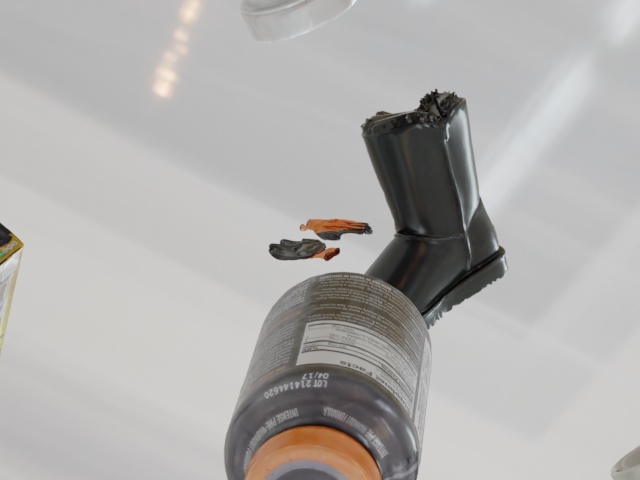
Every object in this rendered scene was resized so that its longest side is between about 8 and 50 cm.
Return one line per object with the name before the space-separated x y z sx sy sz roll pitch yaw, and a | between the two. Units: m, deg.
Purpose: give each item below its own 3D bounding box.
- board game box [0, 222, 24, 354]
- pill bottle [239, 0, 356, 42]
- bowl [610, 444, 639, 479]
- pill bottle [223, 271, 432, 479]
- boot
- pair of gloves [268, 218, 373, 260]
board game box | -0.284 0.014 1.336 0.048 0.141 0.170 -45 168 -33
pill bottle | -0.036 -0.187 0.997 0.086 0.152 0.086 -21 -156 9
bowl | 0.329 0.231 1.565 0.289 0.156 0.289 -32 178 -1
pill bottle | 0.006 0.123 1.277 0.130 0.130 0.245 -58 -175 21
boot | 0.073 -0.020 1.857 0.246 0.207 0.094 -30 -159 -33
pair of gloves | 0.000 0.000 1.626 0.074 0.010 0.083 5 -154 39
